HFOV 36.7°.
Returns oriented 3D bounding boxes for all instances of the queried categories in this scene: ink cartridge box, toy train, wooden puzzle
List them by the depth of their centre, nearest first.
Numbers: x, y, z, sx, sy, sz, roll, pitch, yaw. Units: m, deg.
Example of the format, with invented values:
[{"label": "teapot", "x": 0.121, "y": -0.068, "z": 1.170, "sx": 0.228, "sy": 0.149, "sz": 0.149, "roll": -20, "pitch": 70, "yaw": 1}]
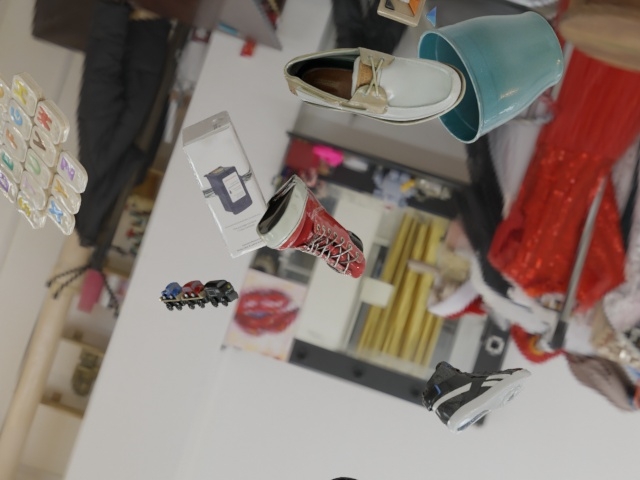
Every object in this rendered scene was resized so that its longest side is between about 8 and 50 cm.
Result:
[{"label": "toy train", "x": -0.162, "y": 0.069, "z": 1.252, "sx": 0.158, "sy": 0.027, "sz": 0.036, "roll": -9, "pitch": 112, "yaw": 49}, {"label": "wooden puzzle", "x": 0.128, "y": -0.376, "z": 1.492, "sx": 0.116, "sy": 0.078, "sz": 0.014, "roll": 11, "pitch": -178, "yaw": -7}, {"label": "ink cartridge box", "x": -0.173, "y": -0.110, "z": 1.827, "sx": 0.100, "sy": 0.237, "sz": 0.172, "roll": -22, "pitch": -161, "yaw": -1}]

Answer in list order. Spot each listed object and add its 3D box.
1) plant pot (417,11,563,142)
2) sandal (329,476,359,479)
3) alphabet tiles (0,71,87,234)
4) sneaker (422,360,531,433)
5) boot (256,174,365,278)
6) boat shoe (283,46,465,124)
[{"label": "plant pot", "x": 0.398, "y": -0.396, "z": 2.200, "sx": 0.255, "sy": 0.271, "sz": 0.272, "roll": -25, "pitch": -172, "yaw": -12}, {"label": "sandal", "x": 0.047, "y": 0.465, "z": 1.619, "sx": 0.097, "sy": 0.054, "sz": 0.254, "roll": -15, "pitch": -162, "yaw": 1}, {"label": "alphabet tiles", "x": -0.507, "y": -0.150, "z": 1.680, "sx": 0.021, "sy": 0.284, "sz": 0.278, "roll": -28, "pitch": -112, "yaw": -41}, {"label": "sneaker", "x": 0.273, "y": 0.250, "z": 1.731, "sx": 0.217, "sy": 0.079, "sz": 0.121, "roll": -21, "pitch": -129, "yaw": -37}, {"label": "boot", "x": 0.000, "y": 0.000, "z": 1.395, "sx": 0.176, "sy": 0.088, "sz": 0.244, "roll": 44, "pitch": -168, "yaw": -7}, {"label": "boat shoe", "x": 0.082, "y": -0.256, "z": 1.584, "sx": 0.302, "sy": 0.113, "sz": 0.103, "roll": 4, "pitch": 175, "yaw": 24}]
